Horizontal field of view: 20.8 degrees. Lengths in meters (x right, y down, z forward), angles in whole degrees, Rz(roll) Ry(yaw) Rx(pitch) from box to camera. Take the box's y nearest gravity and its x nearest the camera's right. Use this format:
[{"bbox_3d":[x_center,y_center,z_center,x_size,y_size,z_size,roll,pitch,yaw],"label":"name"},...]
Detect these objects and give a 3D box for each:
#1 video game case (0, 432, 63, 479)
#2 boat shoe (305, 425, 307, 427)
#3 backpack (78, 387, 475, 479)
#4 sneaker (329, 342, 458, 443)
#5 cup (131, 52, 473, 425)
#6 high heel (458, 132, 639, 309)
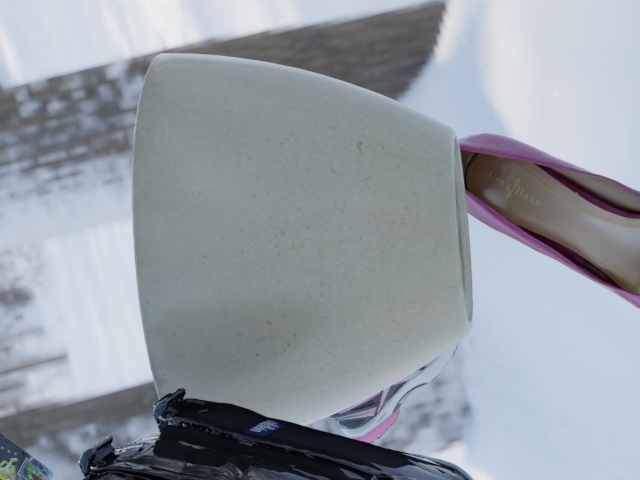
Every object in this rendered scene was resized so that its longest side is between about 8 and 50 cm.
[{"bbox_3d":[-0.330,0.310,1.760,0.210,0.042,0.232,42,-144,-22],"label":"video game case"},{"bbox_3d":[-0.094,0.064,1.649,0.103,0.092,0.285,3,112,66],"label":"boat shoe"},{"bbox_3d":[-0.020,0.219,1.167,0.225,0.253,0.191,-28,-61,-58],"label":"backpack"},{"bbox_3d":[0.068,0.118,1.743,0.077,0.178,0.072,39,175,-26],"label":"sneaker"},{"bbox_3d":[0.000,0.000,1.431,0.331,0.237,0.331,-5,-90,-82],"label":"cup"},{"bbox_3d":[0.285,-0.005,1.783,0.377,0.181,0.127,24,98,38],"label":"high heel"}]
